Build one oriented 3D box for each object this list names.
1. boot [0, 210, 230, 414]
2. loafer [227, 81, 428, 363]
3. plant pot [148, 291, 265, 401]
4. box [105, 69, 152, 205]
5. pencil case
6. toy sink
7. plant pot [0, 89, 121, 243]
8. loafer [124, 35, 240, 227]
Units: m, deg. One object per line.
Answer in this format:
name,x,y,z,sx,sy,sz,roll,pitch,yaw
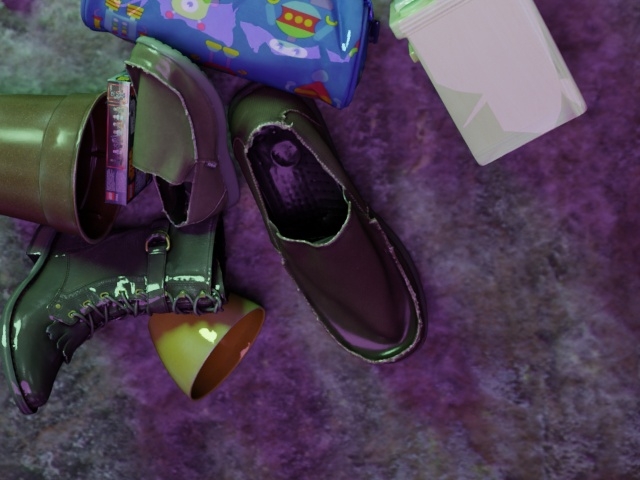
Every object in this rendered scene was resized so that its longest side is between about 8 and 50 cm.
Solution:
boot,-0.215,0.066,1.202,0.229,0.263,0.091,-1,146,9
loafer,0.000,0.000,1.212,0.134,0.130,0.366,-29,106,13
plant pot,-0.143,0.105,1.272,0.095,0.134,0.134,36,110,15
box,-0.206,-0.117,1.197,0.027,0.094,0.137,9,112,8
pencil case,-0.088,-0.238,1.133,0.306,0.119,0.133,17,99,-3
toy sink,0.151,-0.217,1.112,0.131,0.153,0.234,-28,108,13
plant pot,-0.311,-0.090,1.186,0.165,0.167,0.167,8,111,7
loafer,-0.150,-0.101,1.146,0.094,0.087,0.251,28,152,33
